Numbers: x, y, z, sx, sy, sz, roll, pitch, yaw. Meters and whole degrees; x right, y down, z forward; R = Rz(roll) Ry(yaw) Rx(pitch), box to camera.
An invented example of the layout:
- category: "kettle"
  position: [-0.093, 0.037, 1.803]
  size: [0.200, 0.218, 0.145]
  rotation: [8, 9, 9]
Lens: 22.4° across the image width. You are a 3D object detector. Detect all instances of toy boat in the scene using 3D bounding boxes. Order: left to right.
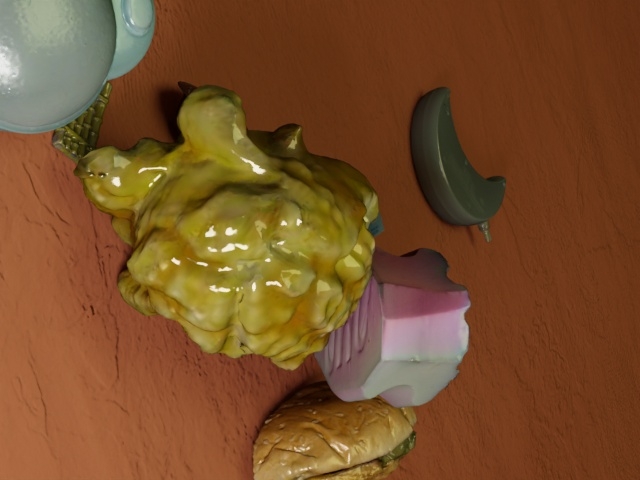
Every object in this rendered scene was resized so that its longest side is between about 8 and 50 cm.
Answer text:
- category: "toy boat"
  position: [-0.268, -0.143, 1.824]
  size: [0.063, 0.016, 0.115]
  rotation: [41, 47, -45]

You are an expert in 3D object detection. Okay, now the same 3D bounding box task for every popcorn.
- category: "popcorn"
  position: [-0.090, 0.003, 1.808]
  size: [0.335, 0.274, 0.279]
  rotation: [6, 49, -50]

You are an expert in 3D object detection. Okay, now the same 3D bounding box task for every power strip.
- category: "power strip"
  position: [0.217, -0.105, 2.540]
  size: [0.253, 0.054, 0.167]
  rotation: [56, 41, -32]

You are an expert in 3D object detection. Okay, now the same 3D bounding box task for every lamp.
- category: "lamp"
  position: [-0.289, -0.222, 1.686]
  size: [0.284, 0.147, 0.209]
  rotation: [-29, 117, -57]

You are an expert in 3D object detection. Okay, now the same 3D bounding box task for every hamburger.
- category: "hamburger"
  position: [0.010, 0.247, 2.024]
  size: [0.208, 0.155, 0.135]
  rotation: [-9, 86, -53]

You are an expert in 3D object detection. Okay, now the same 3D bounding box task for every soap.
- category: "soap"
  position: [0.082, 0.103, 1.958]
  size: [0.109, 0.324, 0.192]
  rotation: [6, 82, -14]

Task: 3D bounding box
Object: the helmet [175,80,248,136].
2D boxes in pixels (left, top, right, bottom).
- category: "helmet"
  position: [-0.147, -0.143, 1.977]
  size: [0.111, 0.057, 0.089]
  rotation: [25, 24, -46]

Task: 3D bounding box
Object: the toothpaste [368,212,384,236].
- category: "toothpaste"
  position: [0.000, 0.000, 2.171]
  size: [0.272, 0.053, 0.066]
  rotation: [-34, 114, -56]
